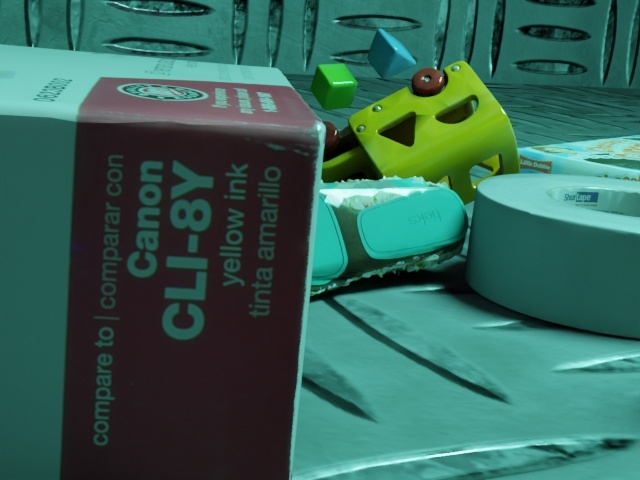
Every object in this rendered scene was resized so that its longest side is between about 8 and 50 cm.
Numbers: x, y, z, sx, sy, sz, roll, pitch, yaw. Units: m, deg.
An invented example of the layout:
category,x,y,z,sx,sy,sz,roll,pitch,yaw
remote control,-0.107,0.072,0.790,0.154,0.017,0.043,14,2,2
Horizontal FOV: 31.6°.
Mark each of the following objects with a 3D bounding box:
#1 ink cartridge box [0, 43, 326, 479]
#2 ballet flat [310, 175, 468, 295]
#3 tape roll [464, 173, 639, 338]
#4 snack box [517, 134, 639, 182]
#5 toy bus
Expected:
category,x,y,z,sx,sy,sz,roll,pitch,yaw
ink cartridge box,-0.205,-0.011,0.533,0.384,0.160,0.279,4,13,-7
ballet flat,0.000,0.000,0.789,0.241,0.091,0.077,1,-17,-36
tape roll,0.217,0.006,0.821,0.219,0.072,0.219,4,13,-1
snack box,0.366,-0.067,1.211,0.187,0.060,0.322,15,17,38
toy bus,0.067,-0.057,0.945,0.191,0.202,0.104,4,42,-37
